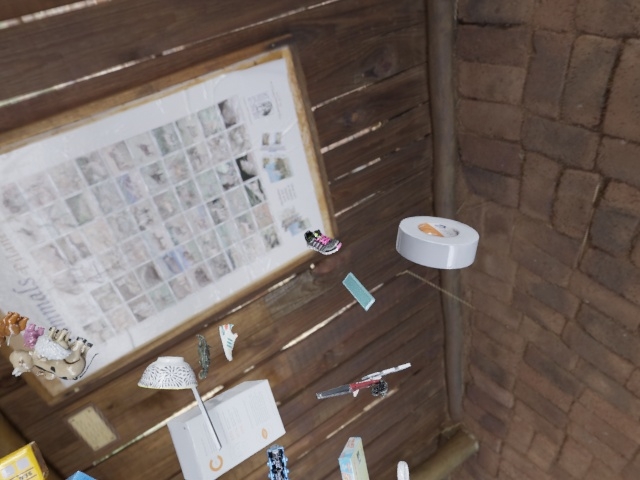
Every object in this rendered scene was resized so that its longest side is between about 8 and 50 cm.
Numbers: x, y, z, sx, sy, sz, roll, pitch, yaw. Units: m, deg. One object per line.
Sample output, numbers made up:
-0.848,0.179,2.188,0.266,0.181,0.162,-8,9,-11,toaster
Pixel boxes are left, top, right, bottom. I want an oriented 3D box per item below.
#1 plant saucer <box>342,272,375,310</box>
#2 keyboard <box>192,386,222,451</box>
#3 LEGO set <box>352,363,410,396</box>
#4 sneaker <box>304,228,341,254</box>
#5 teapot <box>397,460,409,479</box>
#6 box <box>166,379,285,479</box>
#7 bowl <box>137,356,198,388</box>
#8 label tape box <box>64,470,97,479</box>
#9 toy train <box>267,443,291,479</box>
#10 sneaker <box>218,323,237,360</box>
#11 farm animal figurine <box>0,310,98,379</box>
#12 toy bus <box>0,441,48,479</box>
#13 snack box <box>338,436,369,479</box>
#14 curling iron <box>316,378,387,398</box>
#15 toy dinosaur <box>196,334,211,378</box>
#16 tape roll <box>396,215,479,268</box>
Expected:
0.165,0.224,2.048,0.067,0.018,0.192,-55,48,16,plant saucer
-0.365,0.534,1.444,0.255,0.014,0.072,63,163,11,keyboard
0.230,0.546,1.800,0.244,0.183,0.060,120,136,-61,LEGO set
0.000,0.000,1.676,0.170,0.063,0.074,13,142,46,sneaker
0.277,0.929,1.563,0.256,0.253,0.187,29,139,54,teapot
-0.334,0.674,1.658,0.168,0.345,0.214,-23,84,46,box
-0.444,0.386,1.359,0.170,0.170,0.080,152,124,-69,bowl
-1.054,1.107,1.836,0.115,0.249,0.348,38,124,-16,label tape box
-0.163,0.872,1.765,0.105,0.080,0.184,-145,45,-75,toy train
-0.390,0.440,1.997,0.057,0.075,0.161,172,83,-73,sneaker
-0.913,0.384,1.530,0.327,0.172,0.330,12,154,14,farm animal figurine
-0.857,0.646,1.121,0.130,0.333,0.108,63,152,3,toy bus
0.162,1.080,2.061,0.187,0.060,0.321,-17,-84,-70,snack box
0.116,0.522,1.604,0.068,0.274,0.035,-126,42,-58,curling iron
-0.509,0.479,2.006,0.118,0.064,0.268,-112,22,-58,toy dinosaur
0.326,0.001,1.291,0.219,0.219,0.072,35,127,50,tape roll
